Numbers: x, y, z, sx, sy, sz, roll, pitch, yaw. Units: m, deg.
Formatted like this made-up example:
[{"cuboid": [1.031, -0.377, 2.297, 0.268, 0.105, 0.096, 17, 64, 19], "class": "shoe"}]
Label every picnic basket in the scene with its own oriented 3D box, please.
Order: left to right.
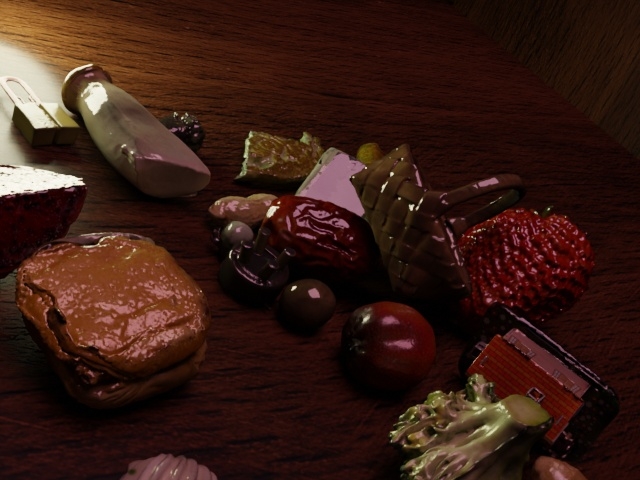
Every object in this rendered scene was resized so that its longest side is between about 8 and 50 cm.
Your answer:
[{"cuboid": [0.262, -0.053, 1.765, 0.337, 0.337, 0.293, 37, 3, 18], "class": "picnic basket"}]

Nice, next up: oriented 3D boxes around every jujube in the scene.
[{"cuboid": [0.000, 0.000, 1.788, 0.250, 0.174, 0.174, 26, 30, -9], "class": "jujube"}]

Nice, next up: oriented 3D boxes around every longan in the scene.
[{"cuboid": [-0.027, 0.119, 1.662, 0.106, 0.106, 0.119, 14, -7, -21], "class": "longan"}]

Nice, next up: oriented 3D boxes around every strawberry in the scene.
[{"cuboid": [0.401, 0.079, 1.930, 0.351, 0.267, 0.312, -37, 34, -26], "class": "strawberry"}]

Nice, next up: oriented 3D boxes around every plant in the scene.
[{"cuboid": [-0.328, -0.238, 1.989, 0.143, 0.092, 0.094, -17, 42, -42], "class": "plant"}]

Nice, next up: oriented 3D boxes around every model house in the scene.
[{"cuboid": [0.356, 0.285, 1.589, 0.294, 0.207, 0.154, 39, 38, 21], "class": "model house"}]

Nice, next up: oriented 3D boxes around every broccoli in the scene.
[{"cuboid": [0.242, 0.322, 1.394, 0.247, 0.246, 0.288, 24, 29, -16], "class": "broccoli"}]

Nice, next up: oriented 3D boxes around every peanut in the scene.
[{"cuboid": [-0.151, -0.059, 1.854, 0.187, 0.082, 0.082, -9, 45, -43], "class": "peanut"}]

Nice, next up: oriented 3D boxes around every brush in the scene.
[{"cuboid": [-0.616, -0.283, 1.875, 0.103, 0.047, 0.233, -10, 44, -45], "class": "brush"}]

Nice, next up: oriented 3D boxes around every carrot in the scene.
[{"cuboid": [0.127, -0.185, 2.260, 0.082, 0.082, 0.173, 21, 37, -9], "class": "carrot"}]

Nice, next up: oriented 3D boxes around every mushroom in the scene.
[{"cuboid": [-0.411, -0.225, 1.854, 0.154, 0.138, 0.407, -25, 54, -39], "class": "mushroom"}]

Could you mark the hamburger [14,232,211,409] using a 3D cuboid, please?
[{"cuboid": [-0.326, 0.115, 1.367, 0.318, 0.158, 0.319, 19, 31, -12], "class": "hamburger"}]

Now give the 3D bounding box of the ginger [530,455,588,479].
[{"cuboid": [0.458, 0.535, 1.384, 0.348, 0.122, 0.363, 32, 25, 5], "class": "ginger"}]

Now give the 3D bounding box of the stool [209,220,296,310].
[{"cuboid": [-0.133, 0.032, 1.688, 0.125, 0.121, 0.217, -3, 46, -36], "class": "stool"}]

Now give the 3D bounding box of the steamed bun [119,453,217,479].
[{"cuboid": [-0.197, 0.353, 1.153, 0.182, 0.106, 0.183, 18, 32, -12], "class": "steamed bun"}]

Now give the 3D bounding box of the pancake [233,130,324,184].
[{"cuboid": [-0.101, -0.199, 2.138, 0.197, 0.054, 0.376, 39, 31, 18], "class": "pancake"}]

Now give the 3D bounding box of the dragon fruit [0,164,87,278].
[{"cuboid": [-0.562, -0.030, 1.450, 0.316, 0.152, 0.205, -10, 25, -34], "class": "dragon fruit"}]

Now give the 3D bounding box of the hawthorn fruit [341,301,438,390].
[{"cuboid": [0.134, 0.191, 1.608, 0.188, 0.169, 0.169, 8, 35, -27], "class": "hawthorn fruit"}]

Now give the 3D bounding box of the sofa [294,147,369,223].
[{"cuboid": [0.040, -0.066, 2.009, 0.210, 0.176, 0.225, 29, 59, 5], "class": "sofa"}]
